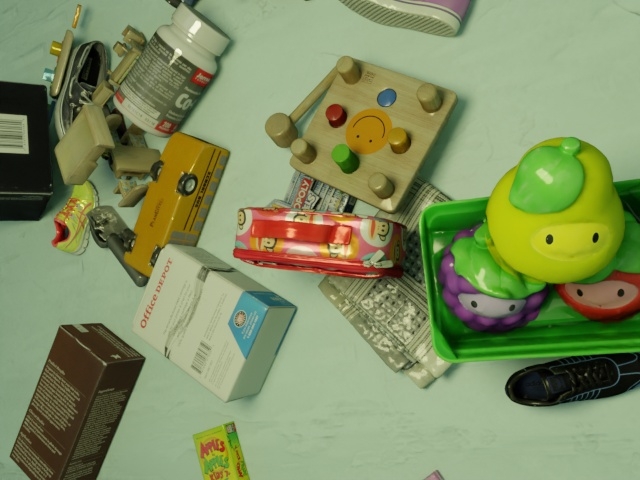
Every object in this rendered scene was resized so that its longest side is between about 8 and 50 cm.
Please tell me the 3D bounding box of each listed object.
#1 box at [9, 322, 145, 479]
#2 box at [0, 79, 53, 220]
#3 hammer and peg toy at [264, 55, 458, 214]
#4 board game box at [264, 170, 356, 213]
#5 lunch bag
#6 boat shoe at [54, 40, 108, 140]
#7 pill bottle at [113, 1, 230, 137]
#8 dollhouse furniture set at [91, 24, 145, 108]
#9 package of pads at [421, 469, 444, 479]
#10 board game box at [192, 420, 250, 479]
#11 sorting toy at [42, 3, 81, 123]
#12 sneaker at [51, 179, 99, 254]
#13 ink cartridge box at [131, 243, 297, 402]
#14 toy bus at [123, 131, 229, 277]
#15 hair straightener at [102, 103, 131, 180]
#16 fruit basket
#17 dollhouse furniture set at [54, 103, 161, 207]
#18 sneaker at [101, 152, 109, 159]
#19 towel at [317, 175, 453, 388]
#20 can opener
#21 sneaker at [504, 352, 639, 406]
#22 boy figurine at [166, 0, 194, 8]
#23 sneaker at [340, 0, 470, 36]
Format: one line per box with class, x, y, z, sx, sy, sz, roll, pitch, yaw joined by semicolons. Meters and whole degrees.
box;-0.611;0.418;1.427;0.191;0.143;0.382;29;100;27
box;-0.828;-0.223;1.509;0.294;0.182;0.296;-23;72;57
hammer and peg toy;0.055;-0.236;1.115;0.361;0.127;0.266;29;89;28
board game box;-0.037;-0.062;1.212;0.194;0.060;0.194;23;96;27
lunch bag;0.000;0.000;1.015;0.293;0.258;0.120;5;87;19
boat shoe;-0.624;-0.386;1.519;0.102;0.108;0.301;0;78;42
pill bottle;-0.348;-0.400;1.349;0.161;0.161;0.283;46;106;23
dollhouse furniture set;-0.506;-0.439;1.495;0.182;0.101;0.161;-44;43;18
package of pads;0.216;0.472;1.047;0.050;0.032;0.083;-42;68;21
board game box;-0.214;0.506;1.262;0.092;0.043;0.181;-26;74;24
sorting toy;-0.730;-0.488;1.573;0.196;0.047;0.348;24;98;62
sneaker;-0.661;-0.066;1.520;0.081;0.094;0.209;9;88;29
ink cartridge box;-0.240;0.172;1.257;0.307;0.129;0.223;28;99;27
toy bus;-0.338;-0.080;1.331;0.108;0.130;0.333;25;97;26
hair straightener;-0.544;-0.249;1.479;0.047;0.089;0.231;-20;78;32
fruit basket;0.330;0.025;0.810;0.392;0.392;0.283;-9;81;27
dollhouse furniture set;-0.464;-0.209;1.342;0.161;0.242;0.212;-37;69;33
sneaker;-0.583;-0.234;1.529;0.083;0.031;0.035;9;90;28
towel;0.180;0.075;1.089;0.312;0.056;0.324;43;105;24
can opener;-0.508;0.019;1.459;0.283;0.076;0.095;47;139;23
sneaker;0.419;0.228;0.930;0.232;0.090;0.081;-22;76;25
boy figurine;-0.275;-0.687;1.378;0.285;0.092;0.177;-46;62;19
sneaker;0.168;-0.515;1.132;0.282;0.102;0.161;22;92;17
